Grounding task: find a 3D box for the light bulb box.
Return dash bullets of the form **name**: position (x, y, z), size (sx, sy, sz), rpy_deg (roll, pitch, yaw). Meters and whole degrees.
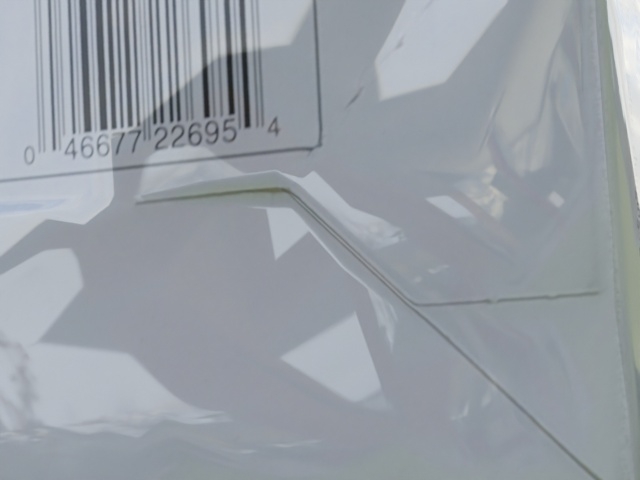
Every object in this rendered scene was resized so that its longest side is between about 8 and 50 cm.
- **light bulb box**: position (0.000, 0.000, 0.638), size (0.358, 0.225, 0.361), rpy_deg (-4, -5, 23)
